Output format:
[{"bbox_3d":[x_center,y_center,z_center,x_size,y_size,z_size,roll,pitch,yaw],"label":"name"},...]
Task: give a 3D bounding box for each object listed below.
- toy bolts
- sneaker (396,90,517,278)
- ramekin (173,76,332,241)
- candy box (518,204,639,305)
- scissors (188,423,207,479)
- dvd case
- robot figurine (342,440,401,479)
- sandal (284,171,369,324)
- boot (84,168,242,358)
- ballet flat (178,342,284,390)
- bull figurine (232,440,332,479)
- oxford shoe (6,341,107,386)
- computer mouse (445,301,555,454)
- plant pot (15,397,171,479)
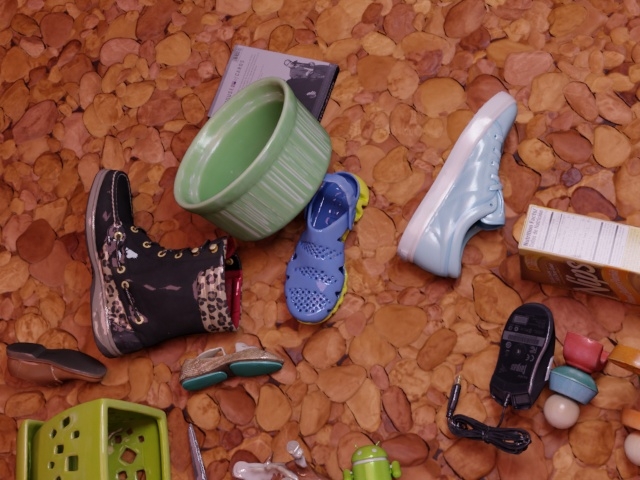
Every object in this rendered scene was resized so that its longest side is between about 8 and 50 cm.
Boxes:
[{"bbox_3d":[0.467,0.257,1.477,0.228,0.218,0.158,20,83,38],"label":"toy bolts"},{"bbox_3d":[0.293,-0.093,1.677,0.150,0.135,0.366,30,89,14],"label":"sneaker"},{"bbox_3d":[-0.122,-0.145,1.713,0.303,0.148,0.303,-33,35,27],"label":"ramekin"},{"bbox_3d":[0.502,0.038,1.539,0.316,0.183,0.088,12,74,18],"label":"candy box"},{"bbox_3d":[-0.199,0.483,1.652,0.109,0.021,0.297,-5,69,15],"label":"scissors"},{"bbox_3d":[-0.099,-0.308,1.894,0.238,0.029,0.179,15,76,19],"label":"dvd case"},{"bbox_3d":[0.090,0.409,1.576,0.101,0.067,0.115,-9,70,1],"label":"robot figurine"},{"bbox_3d":[0.000,0.000,1.705,0.126,0.138,0.317,8,75,14],"label":"sandal"},{"bbox_3d":[-0.304,0.028,1.769,0.284,0.138,0.377,-8,73,12],"label":"boot"},{"bbox_3d":[-0.170,0.227,1.707,0.206,0.073,0.067,-12,55,6],"label":"ballet flat"},{"bbox_3d":[-0.013,0.441,1.541,0.310,0.188,0.101,31,65,15],"label":"bull figurine"},{"bbox_3d":[-0.520,0.257,1.793,0.212,0.076,0.076,9,104,14],"label":"oxford shoe"},{"bbox_3d":[0.317,0.236,1.575,0.184,0.060,0.262,-1,67,46],"label":"computer mouse"},{"bbox_3d":[-0.412,0.417,1.620,0.207,0.228,0.227,-12,69,16],"label":"plant pot"}]
